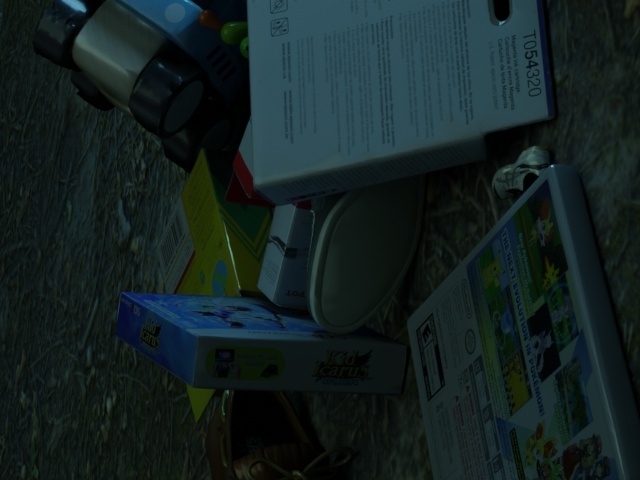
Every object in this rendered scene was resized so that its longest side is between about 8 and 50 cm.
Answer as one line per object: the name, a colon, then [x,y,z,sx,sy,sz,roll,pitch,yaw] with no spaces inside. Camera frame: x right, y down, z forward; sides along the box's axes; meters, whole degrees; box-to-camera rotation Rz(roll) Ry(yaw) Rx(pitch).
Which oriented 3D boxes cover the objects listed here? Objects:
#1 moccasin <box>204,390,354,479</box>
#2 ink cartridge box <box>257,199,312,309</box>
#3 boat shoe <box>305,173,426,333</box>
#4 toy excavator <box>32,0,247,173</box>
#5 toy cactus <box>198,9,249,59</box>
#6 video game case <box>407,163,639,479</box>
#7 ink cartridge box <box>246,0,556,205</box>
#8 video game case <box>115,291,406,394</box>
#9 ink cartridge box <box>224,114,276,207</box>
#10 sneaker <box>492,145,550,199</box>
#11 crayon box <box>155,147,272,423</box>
moccasin: [-0.041,0.278,1.968,0.380,0.139,0.147,-109,26,-60]
ink cartridge box: [0.000,0.000,1.969,0.063,0.109,0.150,38,118,61]
boat shoe: [0.046,-0.056,1.880,0.099,0.116,0.319,12,86,59]
toy excavator: [-0.160,-0.366,2.253,0.445,0.222,0.433,-54,-18,-7]
toy cactus: [-0.046,-0.293,2.106,0.180,0.219,0.112,-53,-5,-31]
video game case: [0.185,0.144,1.623,0.300,0.036,0.329,128,142,-48]
ink cartridge box: [0.081,-0.222,1.792,0.330,0.071,0.324,-11,67,21]
video game case: [-0.071,0.111,1.928,0.269,0.244,0.061,-159,76,-64]
ink cartridge box: [-0.013,-0.117,2.002,0.231,0.134,0.078,-69,28,28]
sneaker: [0.193,-0.057,1.668,0.083,0.032,0.037,132,139,-51]
crayon box: [-0.125,0.061,2.253,0.318,0.081,0.202,-106,34,-42]
